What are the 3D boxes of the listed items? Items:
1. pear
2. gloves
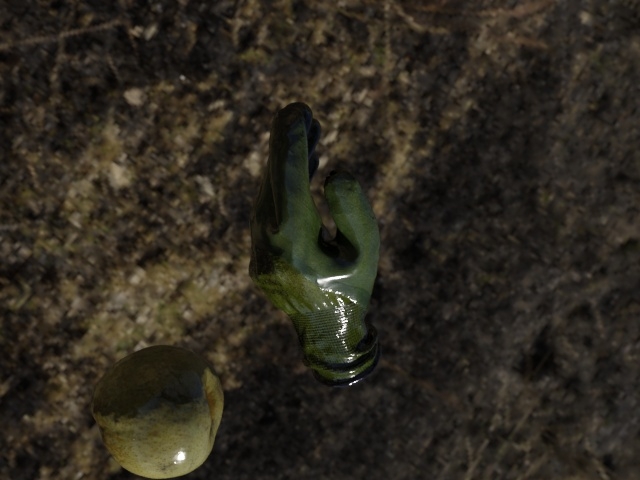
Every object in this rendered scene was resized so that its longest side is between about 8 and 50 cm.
[{"bbox_3d":[-0.190,0.202,1.256,0.137,0.167,0.167,-11,157,7],"label":"pear"},{"bbox_3d":[-0.007,0.010,0.932,0.107,0.135,0.268,-36,122,-46],"label":"gloves"}]
